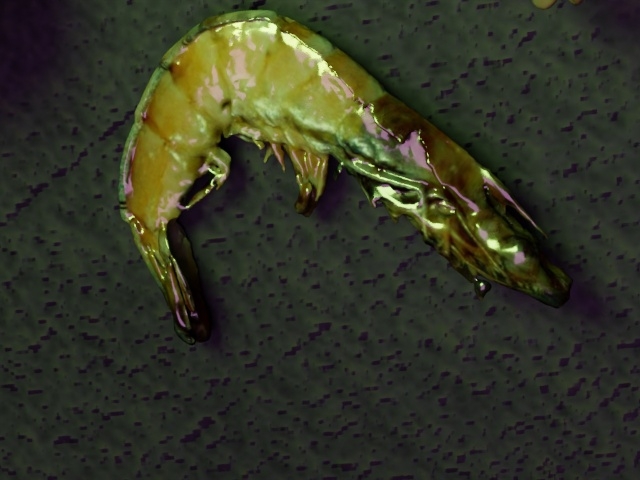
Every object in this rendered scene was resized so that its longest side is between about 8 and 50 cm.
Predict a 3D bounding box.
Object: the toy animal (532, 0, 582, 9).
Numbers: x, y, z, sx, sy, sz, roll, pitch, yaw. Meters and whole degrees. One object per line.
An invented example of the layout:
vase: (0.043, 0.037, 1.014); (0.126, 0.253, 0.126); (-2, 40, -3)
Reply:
toy animal: (0.159, -0.130, 0.724); (0.179, 0.089, 0.188); (-31, 101, -5)

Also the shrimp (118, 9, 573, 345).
shrimp: (-0.001, 0.001, 0.834); (0.195, 0.035, 0.148); (37, 111, 8)
